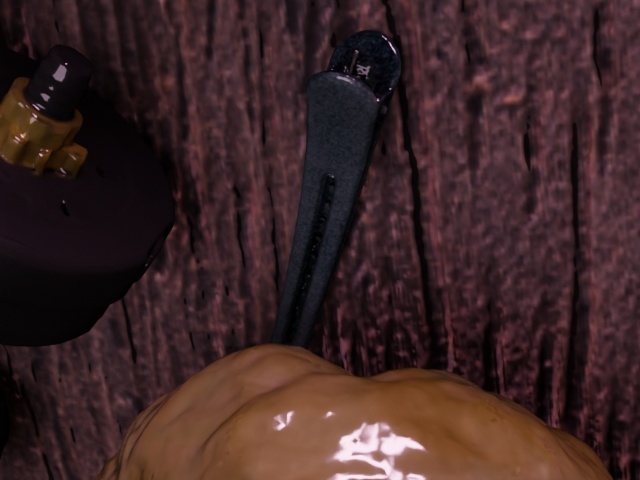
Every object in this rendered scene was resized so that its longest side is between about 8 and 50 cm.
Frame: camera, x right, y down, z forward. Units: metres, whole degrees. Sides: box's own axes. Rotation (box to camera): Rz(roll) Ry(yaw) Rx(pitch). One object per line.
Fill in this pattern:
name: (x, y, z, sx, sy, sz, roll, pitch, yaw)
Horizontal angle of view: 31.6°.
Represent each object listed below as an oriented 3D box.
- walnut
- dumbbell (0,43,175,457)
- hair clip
walnut: (0.010, 0.187, 0.569, 0.277, 0.253, 0.282, 13, 109, -35)
dumbbell: (-0.227, 0.045, 0.646, 0.185, 0.185, 0.388, 40, 118, 1)
hair clip: (0.000, 0.000, 0.626, 0.039, 0.070, 0.229, 18, 123, 9)
